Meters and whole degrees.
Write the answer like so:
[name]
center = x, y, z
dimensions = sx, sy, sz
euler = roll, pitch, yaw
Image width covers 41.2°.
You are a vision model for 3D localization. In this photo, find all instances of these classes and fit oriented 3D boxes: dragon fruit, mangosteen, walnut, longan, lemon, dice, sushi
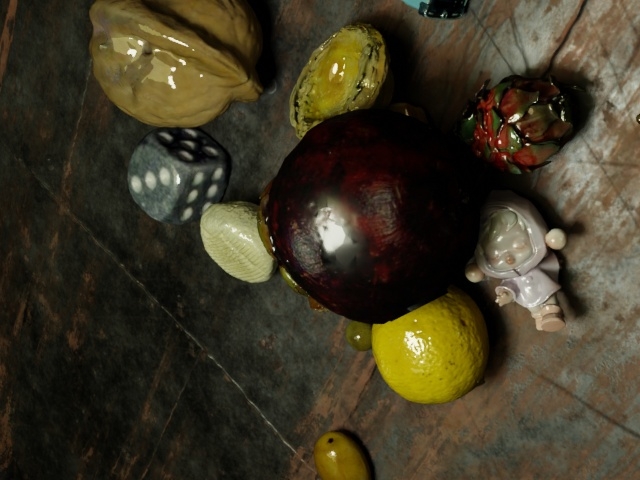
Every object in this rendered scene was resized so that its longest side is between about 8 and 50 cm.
[dragon fruit]
center = 0.344, -0.202, 1.472
dimensions = 0.189, 0.182, 0.182
euler = 12, 112, 46
[mangosteen]
center = 0.086, -0.025, 1.511
dimensions = 0.381, 0.381, 0.421
euler = 52, 144, 14
[walnut]
center = -0.307, -0.424, 1.839
dimensions = 0.384, 0.383, 0.383
euler = 14, 113, 36
[longan]
center = 0.090, 0.209, 1.887
dimensions = 0.083, 0.075, 0.075
euler = 177, 74, -83
[lemon]
center = 0.212, 0.192, 1.670
dimensions = 0.228, 0.228, 0.253
euler = -21, 88, 42
[dice]
center = -0.341, -0.157, 2.041
dimensions = 0.183, 0.181, 0.182
euler = 42, 127, 24
[sushi]
center = 0.016, 0.134, 1.926
dimensions = 0.120, 0.052, 0.055
euler = -18, 93, 42

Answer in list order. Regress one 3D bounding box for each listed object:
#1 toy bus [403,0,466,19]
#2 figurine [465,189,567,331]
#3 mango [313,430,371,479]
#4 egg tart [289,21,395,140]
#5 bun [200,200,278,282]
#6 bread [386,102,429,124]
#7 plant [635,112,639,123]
[toy bus]
center = 0.210, -0.542, 1.495
dimensions = 0.165, 0.133, 0.271
euler = 35, 121, 32
[figurine]
center = 0.368, 0.038, 1.556
dimensions = 0.200, 0.133, 0.276
euler = -24, 93, 30
[mango]
center = 0.055, 0.550, 2.003
dimensions = 0.136, 0.099, 0.227
euler = 1, 113, 35
[egg tart]
center = 0.048, -0.294, 1.674
dimensions = 0.288, 0.118, 0.288
euler = -30, 49, 42
[bun]
center = -0.179, -0.008, 1.987
dimensions = 0.220, 0.134, 0.220
euler = 27, 147, 20
[bread]
center = 0.171, -0.172, 1.681
dimensions = 0.116, 0.077, 0.200
euler = -17, 92, 45
[plant]
center = 0.638, -0.158, 1.248
dimensions = 0.333, 0.180, 0.251
euler = 56, 141, 6
